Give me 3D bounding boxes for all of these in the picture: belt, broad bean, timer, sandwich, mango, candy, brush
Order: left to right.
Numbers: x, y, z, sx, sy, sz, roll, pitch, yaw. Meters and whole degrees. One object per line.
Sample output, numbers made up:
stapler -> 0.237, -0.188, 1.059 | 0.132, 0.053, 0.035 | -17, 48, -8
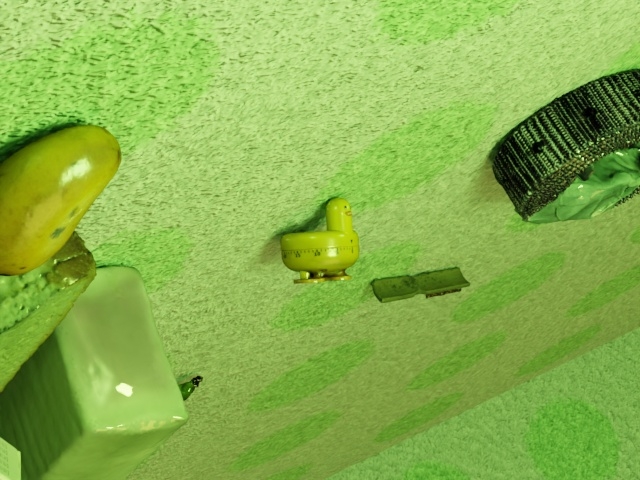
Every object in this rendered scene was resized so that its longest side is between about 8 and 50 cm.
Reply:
sandwich -> -0.398, 0.100, 1.401 | 0.254, 0.100, 0.288 | -10, 155, -45
mango -> -0.263, -0.038, 1.247 | 0.178, 0.090, 0.115 | -42, 168, 26
candy -> -0.315, 0.206, 1.648 | 0.145, 0.208, 0.359 | -5, 152, -39
broad bean -> -0.253, 0.239, 2.071 | 0.061, 0.046, 0.195 | -49, 160, 21
timer -> 0.000, 0.000, 1.768 | 0.107, 0.109, 0.107 | -4, 179, 0
brush -> 0.166, 0.080, 2.265 | 0.248, 0.043, 0.036 | -8, 146, -50
belt -> 0.400, -0.128, 1.934 | 0.325, 0.122, 0.260 | -16, 154, -31

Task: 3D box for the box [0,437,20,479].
box -> -0.481, 0.190, 1.305 | 0.200, 0.065, 0.343 | -32, 130, 12
